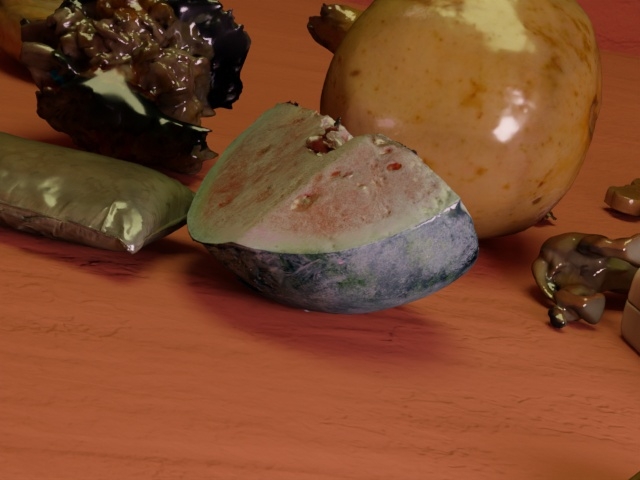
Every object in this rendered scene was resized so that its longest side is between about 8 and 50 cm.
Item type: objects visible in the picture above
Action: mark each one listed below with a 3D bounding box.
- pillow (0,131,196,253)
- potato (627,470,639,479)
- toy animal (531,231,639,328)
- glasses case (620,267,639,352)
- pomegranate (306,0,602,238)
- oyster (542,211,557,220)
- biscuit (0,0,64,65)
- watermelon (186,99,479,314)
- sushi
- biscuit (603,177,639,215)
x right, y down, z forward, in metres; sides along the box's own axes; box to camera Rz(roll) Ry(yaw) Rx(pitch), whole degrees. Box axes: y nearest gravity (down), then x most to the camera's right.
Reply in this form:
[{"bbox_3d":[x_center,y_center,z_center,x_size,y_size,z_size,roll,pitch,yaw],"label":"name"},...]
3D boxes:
[{"bbox_3d":[-0.266,-0.051,1.638,0.302,0.075,0.185,16,17,13],"label":"pillow"},{"bbox_3d":[0.329,0.200,1.180,0.299,0.116,0.239,23,23,37],"label":"potato"},{"bbox_3d":[0.320,0.032,1.827,0.312,0.097,0.157,0,8,-33],"label":"toy animal"},{"bbox_3d":[0.400,0.116,1.585,0.144,0.076,0.336,8,16,-17],"label":"glasses case"},{"bbox_3d":[0.140,-0.168,1.912,0.342,0.342,0.342,12,15,-3],"label":"pomegranate"},{"bbox_3d":[0.233,-0.052,2.134,0.086,0.029,0.132,-2,23,-42],"label":"oyster"},{"bbox_3d":[-0.335,-0.271,2.334,0.213,0.091,0.274,20,18,13],"label":"biscuit"},{"bbox_3d":[0.004,0.005,1.587,0.175,0.188,0.322,55,-9,-22],"label":"watermelon"},{"bbox_3d":[-0.206,-0.171,1.930,0.238,0.219,0.225,4,-29,18],"label":"sushi"},{"bbox_3d":[0.467,-0.047,2.299,0.144,0.040,0.236,28,19,25],"label":"biscuit"}]
